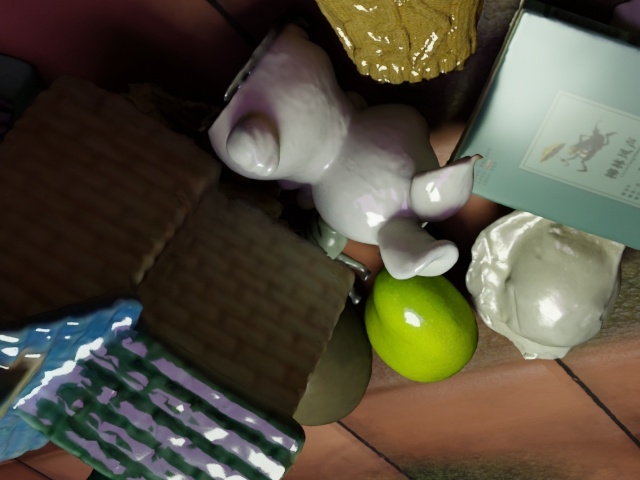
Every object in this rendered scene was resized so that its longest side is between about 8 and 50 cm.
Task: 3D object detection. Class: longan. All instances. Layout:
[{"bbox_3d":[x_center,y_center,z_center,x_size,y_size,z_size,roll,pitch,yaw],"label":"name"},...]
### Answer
[{"bbox_3d":[-0.033,0.163,1.393,0.215,0.246,0.246,-20,136,2],"label":"longan"}]

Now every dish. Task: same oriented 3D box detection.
[{"bbox_3d":[0.344,-0.186,0.965,0.091,0.039,0.137,3,140,17],"label":"dish"}]

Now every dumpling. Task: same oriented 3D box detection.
[{"bbox_3d":[0.284,0.042,1.192,0.193,0.147,0.258,26,127,2],"label":"dumpling"}]

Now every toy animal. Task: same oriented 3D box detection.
[{"bbox_3d":[0.028,-0.095,1.051,0.310,0.247,0.183,38,98,-7],"label":"toy animal"},{"bbox_3d":[0.001,-0.002,1.281,0.176,0.073,0.217,28,122,-3],"label":"toy animal"}]

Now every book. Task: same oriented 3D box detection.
[{"bbox_3d":[0.347,-0.093,1.009,0.379,0.031,0.264,20,138,-1],"label":"book"}]

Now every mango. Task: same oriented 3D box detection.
[{"bbox_3d":[0.137,0.108,1.287,0.175,0.143,0.293,42,171,18],"label":"mango"}]

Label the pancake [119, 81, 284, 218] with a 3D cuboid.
[{"bbox_3d":[-0.117,-0.118,1.199,0.244,0.057,0.266,-21,122,30],"label":"pancake"}]

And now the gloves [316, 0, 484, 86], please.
[{"bbox_3d":[0.072,-0.290,0.839,0.203,0.155,0.356,1,137,14],"label":"gloves"}]

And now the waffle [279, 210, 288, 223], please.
[{"bbox_3d":[-0.131,-0.021,1.356,0.191,0.038,0.191,10,142,7],"label":"waffle"}]

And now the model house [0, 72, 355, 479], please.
[{"bbox_3d":[-0.247,0.136,1.045,0.445,0.400,0.395,32,131,-7],"label":"model house"}]

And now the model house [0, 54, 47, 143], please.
[{"bbox_3d":[-0.510,-0.105,1.215,0.280,0.249,0.230,16,144,1],"label":"model house"}]
